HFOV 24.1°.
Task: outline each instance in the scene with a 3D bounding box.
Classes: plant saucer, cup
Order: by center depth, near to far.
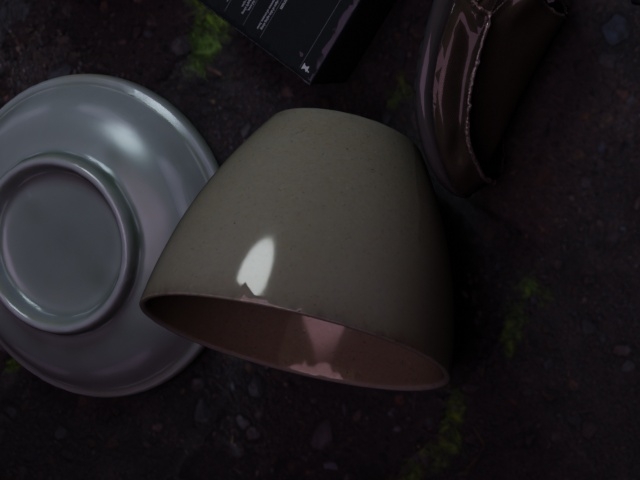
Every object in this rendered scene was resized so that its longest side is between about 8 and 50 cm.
[{"bbox_3d":[0.000,0.000,1.578,0.331,0.331,0.237,8,75,23],"label":"cup"},{"bbox_3d":[-0.296,0.001,1.804,0.400,0.100,0.400,4,99,24],"label":"plant saucer"}]

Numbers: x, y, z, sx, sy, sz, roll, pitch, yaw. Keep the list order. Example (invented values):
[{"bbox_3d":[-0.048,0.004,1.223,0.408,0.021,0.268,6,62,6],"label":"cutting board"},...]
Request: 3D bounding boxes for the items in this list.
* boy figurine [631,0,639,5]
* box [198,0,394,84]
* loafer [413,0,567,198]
[{"bbox_3d":[0.450,-0.223,1.439,0.285,0.092,0.177,27,107,18],"label":"boy figurine"},{"bbox_3d":[0.005,-0.326,1.620,0.184,0.103,0.261,39,111,18],"label":"box"},{"bbox_3d":[0.182,-0.221,1.536,0.130,0.134,0.366,8,101,24],"label":"loafer"}]
